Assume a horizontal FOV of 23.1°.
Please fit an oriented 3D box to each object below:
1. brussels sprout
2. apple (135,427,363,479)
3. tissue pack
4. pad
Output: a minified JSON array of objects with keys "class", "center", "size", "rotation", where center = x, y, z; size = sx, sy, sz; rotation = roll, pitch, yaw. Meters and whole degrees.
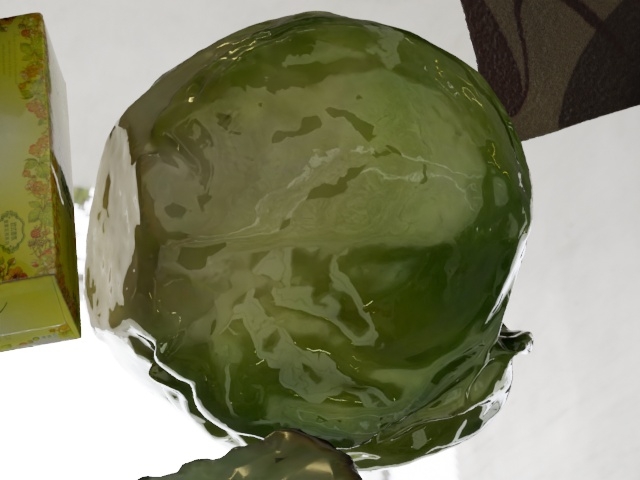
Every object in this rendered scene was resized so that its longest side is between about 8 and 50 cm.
[{"class":"brussels sprout","center":[0.001,0.002,0.899],"size":[0.294,0.227,0.260],"rotation":[7,-81,-37]},{"class":"apple","center":[-0.116,0.169,0.319],"size":[0.346,0.254,0.179],"rotation":[-18,-108,-30]},{"class":"tissue pack","center":[-0.178,-0.029,0.799],"size":[0.095,0.062,0.176],"rotation":[-10,-125,0]},{"class":"pad","center":[0.192,-0.261,1.293],"size":[0.004,0.220,0.330],"rotation":[-11,-94,-49]}]
